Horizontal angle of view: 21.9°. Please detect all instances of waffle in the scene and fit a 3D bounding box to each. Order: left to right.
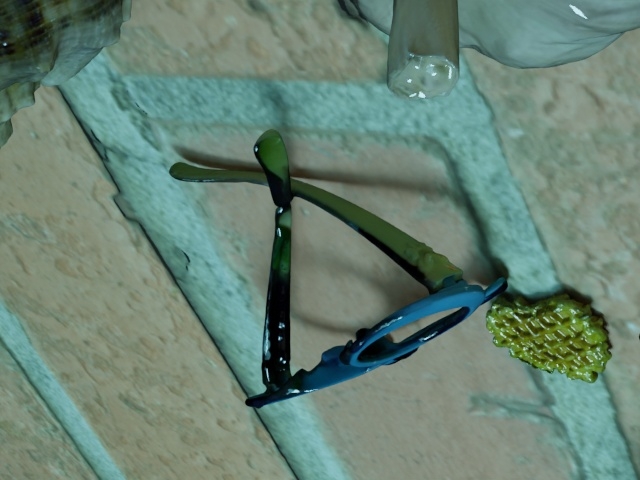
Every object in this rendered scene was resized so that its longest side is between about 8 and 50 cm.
[{"bbox_3d":[0.142,0.059,1.039,0.085,0.016,0.078,9,140,35],"label":"waffle"}]

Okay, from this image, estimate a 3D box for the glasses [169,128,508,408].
[{"bbox_3d":[-0.018,0.026,1.056,0.207,0.102,0.239,38,148,-8],"label":"glasses"}]

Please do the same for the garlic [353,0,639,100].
[{"bbox_3d":[0.057,-0.141,0.676,0.218,0.212,0.219,17,142,14],"label":"garlic"}]

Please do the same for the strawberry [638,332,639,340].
[{"bbox_3d":[0.258,0.059,0.897,0.167,0.087,0.208,1,112,12],"label":"strawberry"}]

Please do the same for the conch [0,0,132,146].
[{"bbox_3d":[-0.238,-0.146,0.974,0.210,0.159,0.291,14,141,30],"label":"conch"}]
